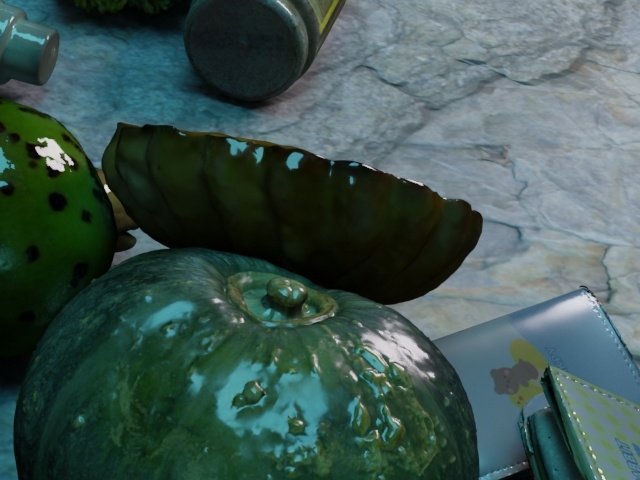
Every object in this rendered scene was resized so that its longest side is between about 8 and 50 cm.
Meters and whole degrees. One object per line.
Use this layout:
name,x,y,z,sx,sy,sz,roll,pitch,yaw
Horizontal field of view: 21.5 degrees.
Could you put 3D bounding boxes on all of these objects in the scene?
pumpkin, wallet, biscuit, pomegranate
pumpkin,-0.052,0.156,1.225,0.327,0.257,0.291,27,23,36
wallet,0.180,0.140,1.479,0.231,0.069,0.170,-15,60,-27
wallet,0.320,0.221,1.354,0.309,0.077,0.223,19,23,-18
biscuit,-0.028,-0.018,1.415,0.325,0.107,0.326,13,-7,2
pomegranate,-0.279,-0.030,1.471,0.231,0.231,0.286,15,24,5

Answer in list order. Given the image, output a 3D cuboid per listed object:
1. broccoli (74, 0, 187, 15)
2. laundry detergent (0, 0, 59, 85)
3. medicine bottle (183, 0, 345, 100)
broccoli,-0.255,-0.374,1.962,0.180,0.273,0.242,-31,42,0
laundry detergent,-0.481,-0.240,1.790,0.397,0.125,0.264,17,34,5
medicine bottle,-0.047,-0.295,1.956,0.151,0.151,0.322,15,35,6
